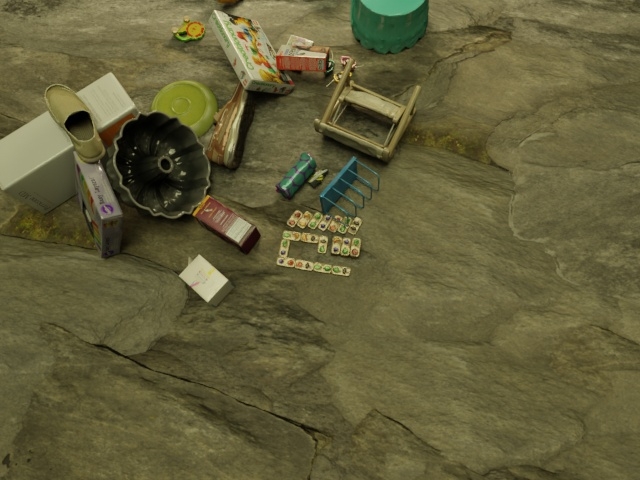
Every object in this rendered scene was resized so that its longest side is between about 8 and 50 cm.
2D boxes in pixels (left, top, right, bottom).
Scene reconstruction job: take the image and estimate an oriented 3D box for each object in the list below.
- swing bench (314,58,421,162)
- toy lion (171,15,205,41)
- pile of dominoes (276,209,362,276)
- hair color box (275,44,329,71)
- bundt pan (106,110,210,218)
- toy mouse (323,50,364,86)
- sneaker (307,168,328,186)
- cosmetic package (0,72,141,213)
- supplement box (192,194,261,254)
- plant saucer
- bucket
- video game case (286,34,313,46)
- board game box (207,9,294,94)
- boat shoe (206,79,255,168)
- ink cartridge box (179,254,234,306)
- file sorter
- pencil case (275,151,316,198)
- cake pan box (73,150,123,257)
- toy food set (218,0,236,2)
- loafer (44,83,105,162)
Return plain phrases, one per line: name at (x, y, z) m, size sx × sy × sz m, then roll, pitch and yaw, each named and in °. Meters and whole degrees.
swing bench at (0.150, -0.398, 1.659) m, size 0.253 × 0.165 × 0.254 m, roll 26°, pitch 82°, yaw 9°
toy lion at (-0.471, -0.755, 1.863) m, size 0.096 × 0.034 × 0.100 m, roll 40°, pitch 79°, yaw 5°
pile of dominoes at (0.000, 0.000, 1.607) m, size 0.252 × 0.040 × 0.195 m, roll 8°, pitch 74°, yaw 5°
hair color box at (-0.058, -0.614, 1.737) m, size 0.168 × 0.053 × 0.093 m, roll 6°, pitch 42°, yaw 6°
bundt pan at (-0.506, -0.219, 1.579) m, size 0.124 × 0.331 × 0.330 m, roll -9°, pitch 68°, yaw 40°
toy mouse at (0.064, -0.598, 1.785) m, size 0.161 × 0.031 × 0.143 m, roll -23°, pitch 65°, yaw -8°
sneaker at (-0.005, -0.203, 1.676) m, size 0.083 × 0.031 × 0.035 m, roll -37°, pitch 116°, yaw -22°
cosmetic package at (-0.774, -0.301, 1.638) m, size 0.453 × 0.230 × 0.161 m, roll -35°, pitch 76°, yaw -7°
supplement box at (-0.289, -0.046, 1.601) m, size 0.188 × 0.104 × 0.080 m, roll 32°, pitch 77°, yaw 11°
plant saucer at (-0.473, -0.453, 1.768) m, size 0.241 × 0.037 × 0.240 m, roll -1°, pitch 74°, yaw 3°
bucket at (0.239, -0.804, 1.760) m, size 0.282 × 0.183 × 0.280 m, roll -1°, pitch 73°, yaw 3°
video game case at (-0.086, -0.664, 1.824) m, size 0.087 × 0.011 × 0.121 m, roll 20°, pitch 76°, yaw 8°
board game box at (-0.233, -0.630, 1.741) m, size 0.193 × 0.053 × 0.305 m, roll -11°, pitch 66°, yaw -47°
boat shoe at (-0.299, -0.398, 1.701) m, size 0.117 × 0.123 × 0.324 m, roll 10°, pitch 72°, yaw 8°
ink cartridge box at (-0.349, 0.117, 1.562) m, size 0.143 × 0.092 × 0.090 m, roll 39°, pitch 80°, yaw 14°
file sorter at (0.093, -0.145, 1.594) m, size 0.105 × 0.118 × 0.170 m, roll 35°, pitch 74°, yaw 17°
pencil case at (-0.078, -0.208, 1.660) m, size 0.151 × 0.064 × 0.070 m, roll -51°, pitch 39°, yaw -11°
cake pan box at (-0.676, -0.106, 1.568) m, size 0.070 × 0.267 × 0.245 m, roll -17°, pitch 72°, yaw -30°
toy food set at (-0.374, -0.970, 1.888) m, size 0.105 × 0.111 × 0.232 m, roll -22°, pitch 59°, yaw -36°
loafer at (-0.698, -0.350, 1.472) m, size 0.102 × 0.092 × 0.268 m, roll -31°, pitch 80°, yaw -29°
